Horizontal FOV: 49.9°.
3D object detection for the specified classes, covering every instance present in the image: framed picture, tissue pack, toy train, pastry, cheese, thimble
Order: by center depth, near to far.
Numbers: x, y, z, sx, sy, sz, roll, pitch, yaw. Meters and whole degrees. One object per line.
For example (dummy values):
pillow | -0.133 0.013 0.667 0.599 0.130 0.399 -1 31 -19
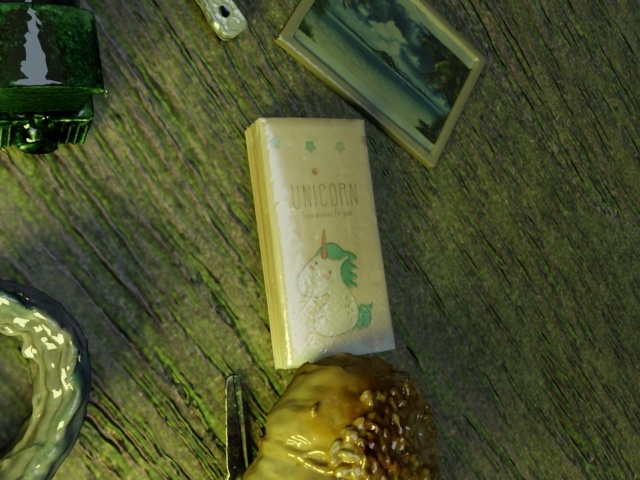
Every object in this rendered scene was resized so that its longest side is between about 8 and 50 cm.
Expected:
thimble | -0.333 0.154 0.661 0.205 0.172 0.236 34 70 -19
toy train | -0.308 -0.259 0.721 0.139 0.178 0.329 -7 89 -30
pastry | 0.044 0.290 0.811 0.284 0.184 0.315 53 55 -43
cheese | -0.177 -0.363 0.882 0.127 0.050 0.235 -40 103 -29
tissue pack | 0.000 0.000 0.928 0.170 0.071 0.325 -6 87 -28
framed picture | 0.105 -0.291 1.052 0.315 0.024 0.231 35 70 -21

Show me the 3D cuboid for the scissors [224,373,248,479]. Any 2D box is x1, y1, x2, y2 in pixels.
scissors | -0.100 0.325 0.857 0.160 0.024 0.317 -1 85 -29
